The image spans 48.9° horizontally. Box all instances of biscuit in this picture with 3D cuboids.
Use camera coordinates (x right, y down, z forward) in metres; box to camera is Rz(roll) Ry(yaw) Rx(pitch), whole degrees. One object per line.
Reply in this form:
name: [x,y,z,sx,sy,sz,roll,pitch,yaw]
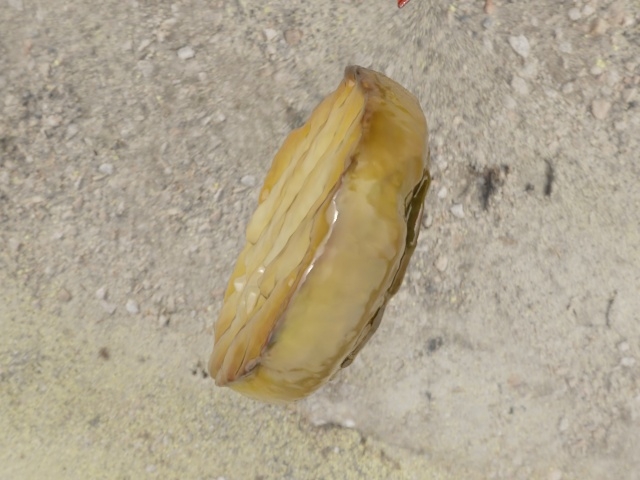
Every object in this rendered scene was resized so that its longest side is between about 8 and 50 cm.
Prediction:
biscuit: [0.000,0.000,0.607,0.102,0.296,0.296,25,112,-15]

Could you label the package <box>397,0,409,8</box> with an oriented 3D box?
package: [0.185,-0.526,1.456,0.083,0.200,0.022,-39,109,19]
